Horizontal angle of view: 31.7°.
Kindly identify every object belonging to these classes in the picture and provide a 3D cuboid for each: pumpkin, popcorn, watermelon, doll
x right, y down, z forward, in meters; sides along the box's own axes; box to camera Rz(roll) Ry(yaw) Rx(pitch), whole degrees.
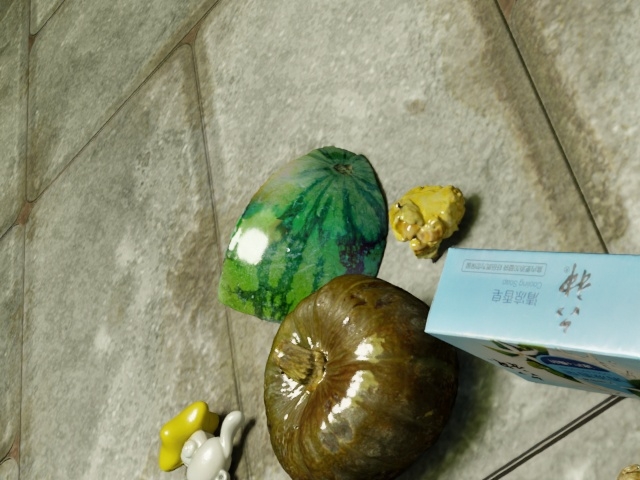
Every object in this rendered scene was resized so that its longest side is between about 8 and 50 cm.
[{"bbox_3d":[0.027,0.130,1.092,0.219,0.162,0.219,-34,44,41],"label":"pumpkin"},{"bbox_3d":[0.112,-0.014,1.170,0.084,0.084,0.084,-30,47,38],"label":"popcorn"},{"bbox_3d":[0.002,0.000,1.268,0.146,0.128,0.231,26,87,37],"label":"watermelon"},{"bbox_3d":[-0.137,0.242,1.314,0.135,0.071,0.113,-40,49,22],"label":"doll"}]

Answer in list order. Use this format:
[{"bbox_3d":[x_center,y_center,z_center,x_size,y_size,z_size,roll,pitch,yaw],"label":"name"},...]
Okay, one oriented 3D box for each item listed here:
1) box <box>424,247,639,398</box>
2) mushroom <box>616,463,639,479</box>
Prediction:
[{"bbox_3d":[0.216,0.069,0.902,0.232,0.142,0.083,0,69,51],"label":"box"},{"bbox_3d":[0.300,0.176,0.811,0.202,0.054,0.059,-21,51,38],"label":"mushroom"}]
